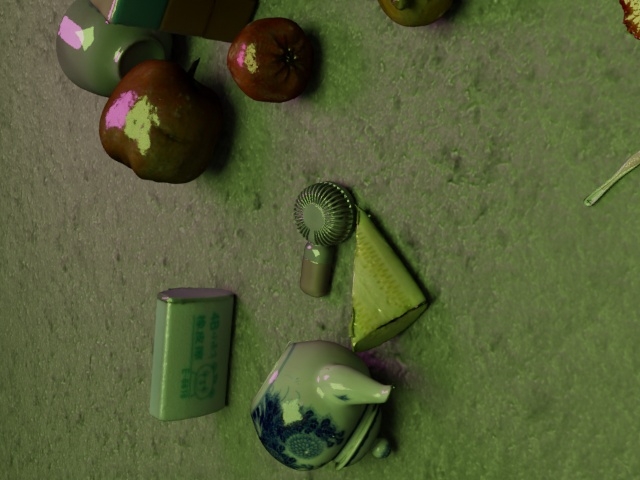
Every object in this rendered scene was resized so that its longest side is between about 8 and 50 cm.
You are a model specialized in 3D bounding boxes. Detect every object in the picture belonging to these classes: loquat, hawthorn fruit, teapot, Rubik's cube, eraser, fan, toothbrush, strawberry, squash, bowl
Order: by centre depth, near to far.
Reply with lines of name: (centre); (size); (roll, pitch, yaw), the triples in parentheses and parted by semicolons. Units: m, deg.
strawberry: (0.499, -0.330, 1.268); (0.104, 0.048, 0.152); (-39, 79, 32)
toothbrush: (0.473, -0.118, 1.322); (0.017, 0.022, 0.204); (50, 127, 12)
loquat: (0.161, -0.454, 1.512); (0.150, 0.204, 0.172); (2, 127, 16)
squash: (0.073, 0.075, 1.677); (0.252, 0.169, 0.093); (56, 173, 26)
teapot: (0.016, 0.336, 1.681); (0.280, 0.252, 0.424); (33, 144, -1)
fan: (0.000, 0.000, 1.779); (0.130, 0.074, 0.244); (21, 113, 31)
hawthorn fruit: (-0.114, -0.374, 1.799); (0.200, 0.179, 0.179); (22, 108, 52)
Rubik's cube: (-0.328, -0.666, 1.875); (0.347, 0.347, 0.344); (46, 122, 33)
hawthorn fruit: (-0.353, -0.287, 1.982); (0.268, 0.268, 0.300); (32, 103, 40)
eraser: (-0.297, 0.257, 2.008); (0.104, 0.189, 0.289); (13, 102, 41)
bowl: (-0.460, -0.450, 2.060); (0.146, 0.289, 0.289); (40, 120, 35)
